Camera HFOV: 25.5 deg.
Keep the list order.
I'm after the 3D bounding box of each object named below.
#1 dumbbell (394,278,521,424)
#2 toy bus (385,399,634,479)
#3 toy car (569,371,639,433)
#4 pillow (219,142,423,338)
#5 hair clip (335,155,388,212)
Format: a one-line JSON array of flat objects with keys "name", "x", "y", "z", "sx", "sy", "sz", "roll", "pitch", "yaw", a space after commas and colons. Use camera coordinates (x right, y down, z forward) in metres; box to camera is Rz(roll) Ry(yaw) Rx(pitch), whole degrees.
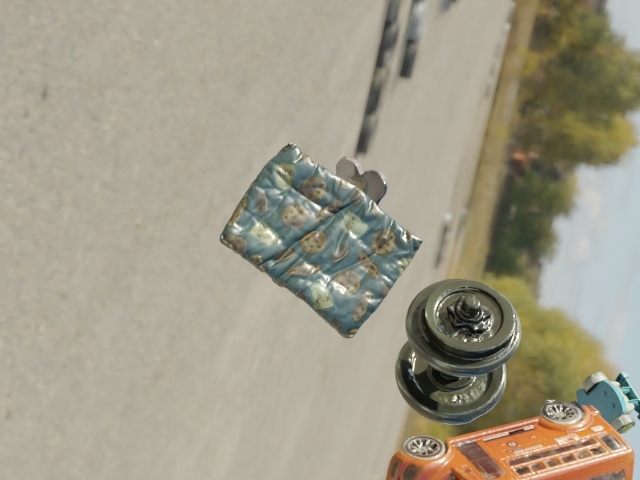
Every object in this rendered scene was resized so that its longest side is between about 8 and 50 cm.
[{"name": "dumbbell", "x": 0.226, "y": 0.183, "z": 2.344, "sx": 0.290, "sy": 0.192, "sz": 0.192, "roll": 97, "pitch": 9, "yaw": -53}, {"name": "toy bus", "x": 0.253, "y": 0.332, "z": 1.904, "sx": 0.153, "sy": 0.329, "sz": 0.143, "roll": -136, "pitch": -137, "yaw": -55}, {"name": "toy car", "x": 0.554, "y": 0.342, "z": 2.749, "sx": 0.126, "sy": 0.098, "sz": 0.161, "roll": 60, "pitch": -44, "yaw": 32}, {"name": "pillow", "x": 0.000, "y": -0.002, "z": 2.039, "sx": 0.189, "sy": 0.255, "sz": 0.034, "roll": -54, "pitch": -176, "yaw": -13}, {"name": "hair clip", "x": 0.044, "y": -0.011, "z": 2.412, "sx": 0.075, "sy": 0.146, "sz": 0.257, "roll": 7, "pitch": 100, "yaw": -53}]
